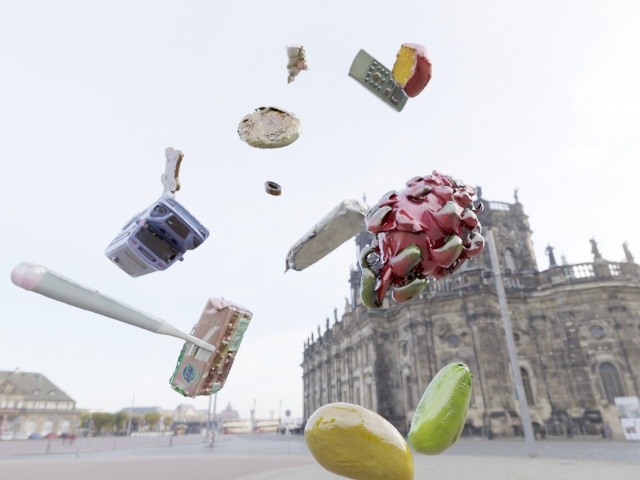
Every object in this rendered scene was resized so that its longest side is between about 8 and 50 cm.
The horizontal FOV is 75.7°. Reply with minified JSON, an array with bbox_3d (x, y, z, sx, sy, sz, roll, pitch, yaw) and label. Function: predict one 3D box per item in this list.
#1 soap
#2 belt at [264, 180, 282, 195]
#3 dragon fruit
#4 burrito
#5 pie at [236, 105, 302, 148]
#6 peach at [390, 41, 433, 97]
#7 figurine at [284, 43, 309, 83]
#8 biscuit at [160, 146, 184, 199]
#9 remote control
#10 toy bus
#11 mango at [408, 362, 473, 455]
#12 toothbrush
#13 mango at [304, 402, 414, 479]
[{"bbox_3d":[-0.299,0.304,1.179,0.097,0.274,0.218,18,-11,24],"label":"soap"},{"bbox_3d":[-0.197,-0.211,1.691,0.083,0.059,0.036,30,-45,25],"label":"belt"},{"bbox_3d":[0.179,-0.010,0.748,0.218,0.273,0.198,23,-51,13],"label":"dragon fruit"},{"bbox_3d":[0.000,0.000,1.524,0.445,0.101,0.139,-37,-52,23],"label":"burrito"},{"bbox_3d":[-0.202,-0.455,1.649,0.273,0.274,0.055,-2,-40,1],"label":"pie"},{"bbox_3d":[0.275,-0.503,1.203,0.118,0.151,0.151,-23,-32,35],"label":"peach"},{"bbox_3d":[-0.096,-0.687,1.615,0.081,0.098,0.146,-26,-49,-32],"label":"figurine"},{"bbox_3d":[-0.496,-0.206,1.375,0.031,0.205,0.138,1,16,-44],"label":"biscuit"},{"bbox_3d":[0.239,-0.635,1.641,0.285,0.124,0.038,29,-5,-25],"label":"remote control"},{"bbox_3d":[-0.367,0.001,0.903,0.292,0.133,0.125,-14,-54,49],"label":"toy bus"},{"bbox_3d":[0.207,0.283,0.685,0.074,0.165,0.091,31,3,5],"label":"mango"},{"bbox_3d":[-0.212,0.099,0.490,0.025,0.030,0.342,15,-22,20],"label":"toothbrush"},{"bbox_3d":[0.110,0.585,1.196,0.331,0.195,0.142,6,-12,16],"label":"mango"}]
